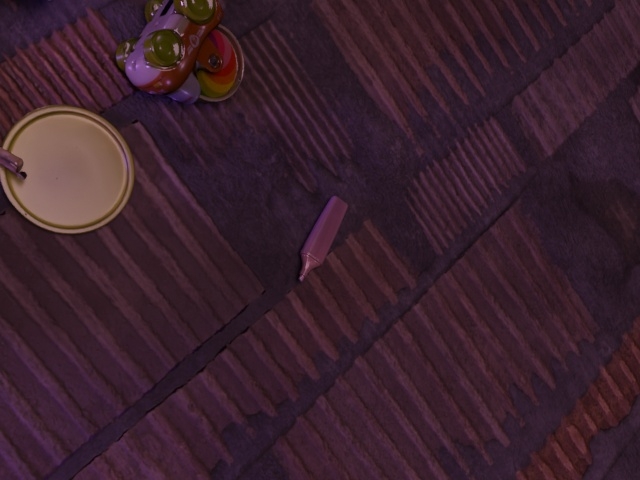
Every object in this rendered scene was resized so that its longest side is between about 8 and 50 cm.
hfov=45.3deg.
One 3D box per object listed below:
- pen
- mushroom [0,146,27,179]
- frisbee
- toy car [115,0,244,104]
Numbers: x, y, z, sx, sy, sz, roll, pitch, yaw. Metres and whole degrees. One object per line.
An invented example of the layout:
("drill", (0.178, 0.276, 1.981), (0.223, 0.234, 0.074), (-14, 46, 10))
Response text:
("pen", (0.000, 0.000, 1.574), (0.053, 0.032, 0.197), (36, 66, -20))
("mushroom", (-0.577, -0.156, 1.276), (0.187, 0.061, 0.060), (21, 62, -17))
("frisbee", (-0.450, -0.127, 1.368), (0.235, 0.017, 0.236), (4, 82, -27))
("toy car", (-0.242, -0.348, 1.449), (0.235, 0.145, 0.235), (-4, 96, -40))
